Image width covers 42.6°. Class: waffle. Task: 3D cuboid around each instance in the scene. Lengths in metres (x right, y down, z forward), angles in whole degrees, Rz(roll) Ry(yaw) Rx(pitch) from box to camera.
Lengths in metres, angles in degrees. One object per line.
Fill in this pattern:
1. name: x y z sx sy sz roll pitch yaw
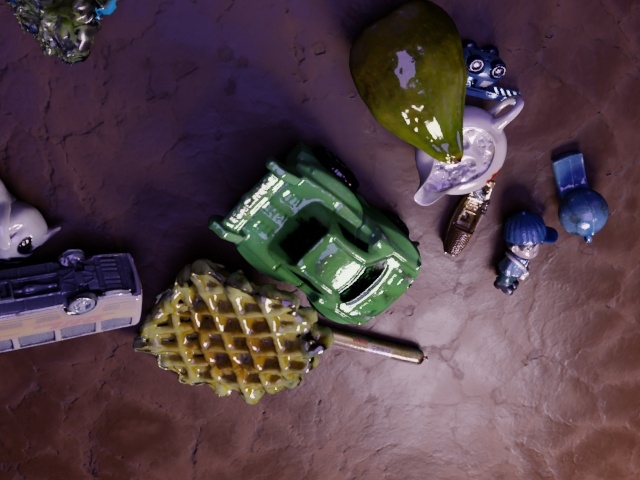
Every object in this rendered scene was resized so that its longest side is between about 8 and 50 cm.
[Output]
1. waffle: -0.147 0.159 1.368 0.297 0.073 0.317 30 133 -17

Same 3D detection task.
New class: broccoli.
1. broccoli: -0.340 -0.325 1.104 0.154 0.160 0.167 26 99 -48

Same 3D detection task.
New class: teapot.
1. teapot: 0.229 -0.152 1.306 0.145 0.092 0.226 37 107 -25

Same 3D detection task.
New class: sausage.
1. sausage: 0.072 0.185 1.471 0.269 0.033 0.033 15 111 -15

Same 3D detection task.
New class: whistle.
1. whistle: 0.440 -0.064 1.387 0.090 0.090 0.158 -19 117 0

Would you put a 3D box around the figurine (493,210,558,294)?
1. figurine: 0.346 0.018 1.422 0.087 0.086 0.149 34 125 20

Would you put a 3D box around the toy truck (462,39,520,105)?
1. toy truck: 0.268 -0.259 1.285 0.136 0.063 0.074 11 132 -15

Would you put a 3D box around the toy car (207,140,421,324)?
1. toy car: 0.000 0.000 1.296 0.213 0.176 0.359 -43 114 13

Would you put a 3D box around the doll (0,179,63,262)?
1. doll: -0.496 -0.038 1.237 0.110 0.107 0.181 -34 115 19

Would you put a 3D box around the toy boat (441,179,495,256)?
1. toy boat: 0.250 -0.039 1.387 0.047 0.049 0.149 20 110 -17

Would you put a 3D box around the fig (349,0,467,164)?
1. fig: 0.137 -0.238 1.221 0.167 0.167 0.233 -23 124 2

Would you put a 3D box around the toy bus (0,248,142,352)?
1. toy bus: -0.450 0.099 1.258 0.342 0.097 0.138 -11 148 -20
